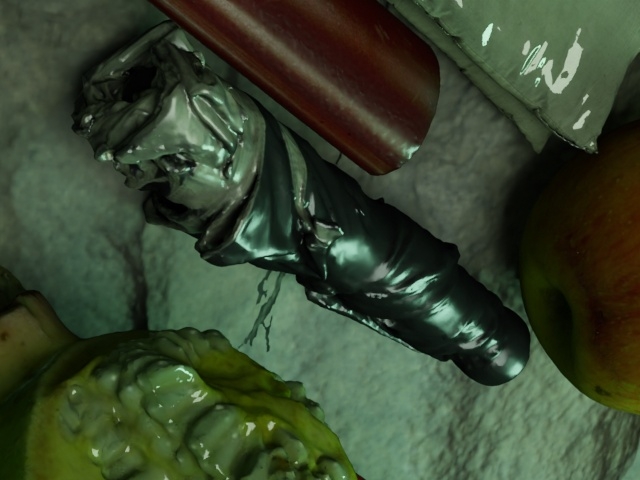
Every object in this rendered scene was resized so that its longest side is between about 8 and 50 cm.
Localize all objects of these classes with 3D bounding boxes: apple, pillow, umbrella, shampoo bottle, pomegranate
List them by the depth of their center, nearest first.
[{"bbox_3d":[-0.116,0.148,0.888,0.260,0.341,0.260,-41,167,-12],"label":"pomegranate"},{"bbox_3d":[-0.039,-0.143,0.903,0.064,0.102,0.260,-24,133,38],"label":"shampoo bottle"},{"bbox_3d":[0.001,0.004,0.974,0.357,0.113,0.106,36,95,-35],"label":"umbrella"},{"bbox_3d":[0.130,-0.151,0.990,0.181,0.078,0.134,38,90,-30],"label":"pillow"},{"bbox_3d":[0.222,0.018,1.044,0.196,0.196,0.196,-10,116,-22],"label":"apple"}]

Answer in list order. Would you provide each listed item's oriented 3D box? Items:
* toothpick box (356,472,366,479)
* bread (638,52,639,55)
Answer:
[{"bbox_3d":[-0.032,0.332,1.049,0.333,0.204,0.204,-48,123,1],"label":"toothpick box"},{"bbox_3d":[0.362,-0.104,1.069,0.264,0.167,0.163,37,94,-34],"label":"bread"}]
